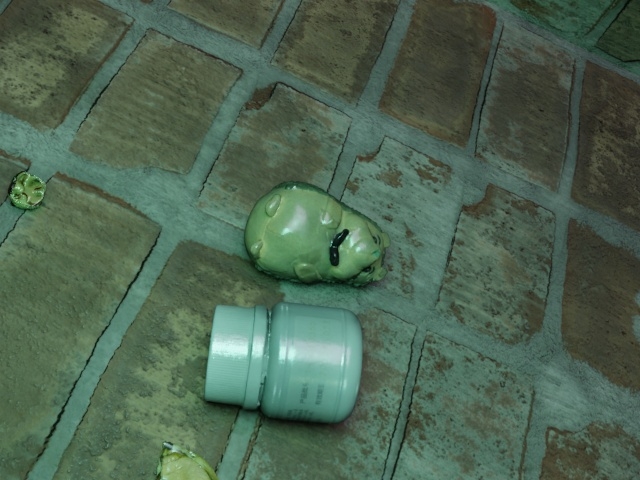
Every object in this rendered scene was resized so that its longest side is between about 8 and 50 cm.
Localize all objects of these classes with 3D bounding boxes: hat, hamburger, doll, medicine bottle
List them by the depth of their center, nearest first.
[{"bbox_3d":[-0.254,0.498,1.383,0.155,0.135,0.208,3,41,-20],"label":"hamburger"},{"bbox_3d":[-0.080,0.249,1.516,0.306,0.245,0.245,7,58,-7],"label":"medicine bottle"},{"bbox_3d":[-0.664,-0.107,1.630,0.076,0.059,0.077,25,59,-24],"label":"hat"},{"bbox_3d":[0.000,0.000,1.712,0.349,0.247,0.247,19,55,-26],"label":"doll"}]
